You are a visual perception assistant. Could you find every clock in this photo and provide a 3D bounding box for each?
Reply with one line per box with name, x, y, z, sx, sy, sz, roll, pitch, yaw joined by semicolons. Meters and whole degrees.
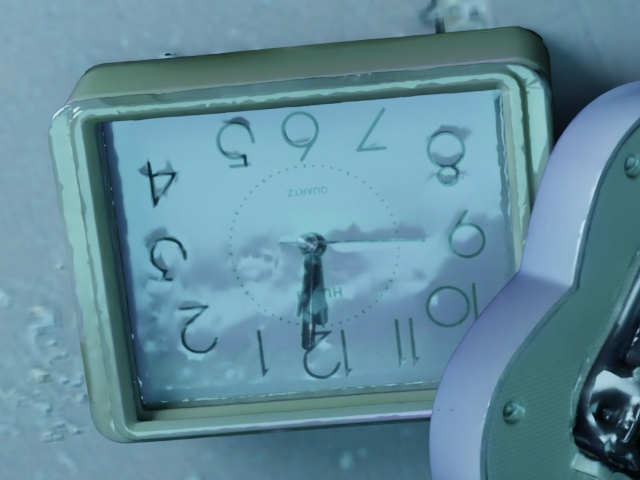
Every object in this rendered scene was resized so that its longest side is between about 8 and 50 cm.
clock;0.137;0.047;0.745;0.172;0.064;0.198;34;80;-37
clock;0.000;0.000;0.778;0.192;0.071;0.147;-4;108;5
